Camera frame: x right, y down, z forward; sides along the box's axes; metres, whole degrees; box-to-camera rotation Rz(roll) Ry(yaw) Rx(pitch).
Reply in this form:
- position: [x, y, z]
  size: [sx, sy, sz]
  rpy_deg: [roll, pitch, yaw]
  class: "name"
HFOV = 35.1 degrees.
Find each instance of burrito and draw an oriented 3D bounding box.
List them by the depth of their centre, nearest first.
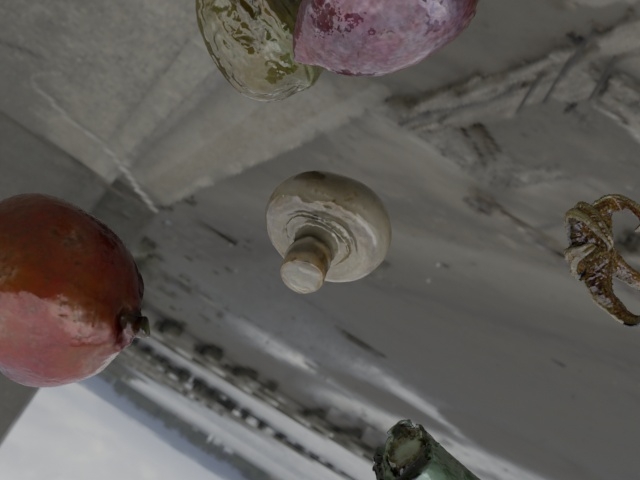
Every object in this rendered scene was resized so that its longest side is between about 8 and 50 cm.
- position: [0.075, 0.142, 0.495]
  size: [0.118, 0.044, 0.074]
  rpy_deg: [44, 177, 0]
  class: "burrito"

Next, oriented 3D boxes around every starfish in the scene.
- position: [0.319, 0.024, 1.120]
  size: [0.074, 0.146, 0.190]
  rpy_deg: [-18, 176, 38]
  class: "starfish"

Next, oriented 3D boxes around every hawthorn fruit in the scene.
- position: [-0.235, 0.047, 0.893]
  size: [0.188, 0.169, 0.169]
  rpy_deg: [14, 161, 25]
  class: "hawthorn fruit"

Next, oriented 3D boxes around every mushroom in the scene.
- position: [0.014, -0.002, 1.581]
  size: [0.207, 0.209, 0.206]
  rpy_deg: [-4, 149, -2]
  class: "mushroom"

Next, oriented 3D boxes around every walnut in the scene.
- position: [-0.093, -0.377, 1.733]
  size: [0.282, 0.227, 0.283]
  rpy_deg: [57, 179, 2]
  class: "walnut"

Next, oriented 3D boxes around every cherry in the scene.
- position: [0.071, -0.280, 1.185]
  size: [0.175, 0.250, 0.192]
  rpy_deg: [60, -166, 3]
  class: "cherry"
